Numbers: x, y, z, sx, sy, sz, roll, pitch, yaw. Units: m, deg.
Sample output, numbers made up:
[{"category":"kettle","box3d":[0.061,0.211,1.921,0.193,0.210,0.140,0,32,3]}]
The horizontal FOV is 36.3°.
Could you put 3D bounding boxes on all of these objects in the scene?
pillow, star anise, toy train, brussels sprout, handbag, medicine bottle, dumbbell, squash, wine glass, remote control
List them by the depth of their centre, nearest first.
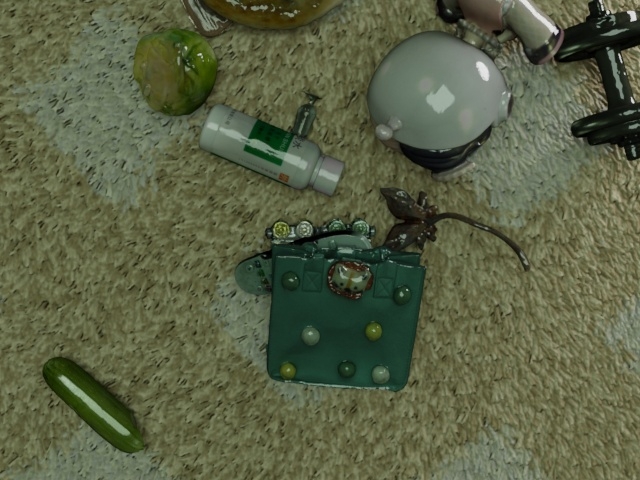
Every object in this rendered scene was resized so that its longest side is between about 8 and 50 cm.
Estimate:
[{"category":"handbag","box3d":[0.036,0.142,1.706,0.268,0.100,0.274,6,119,-1]},{"category":"star anise","box3d":[0.222,-0.011,1.708,0.218,0.227,0.148,45,66,-23]},{"category":"dumbbell","box3d":[0.520,-0.282,1.712,0.192,0.192,0.290,-14,89,0]},{"category":"remote control","box3d":[-0.032,0.037,1.736,0.256,0.045,0.097,-14,119,10]},{"category":"brussels sprout","box3d":[-0.251,-0.305,1.748,0.151,0.122,0.149,-31,82,35]},{"category":"medicine bottle","box3d":[-0.086,-0.158,1.759,0.260,0.095,0.095,24,90,-1]},{"category":"squash","box3d":[-0.409,0.300,1.774,0.239,0.069,0.069,43,90,0]},{"category":"toy train","box3d":[0.000,0.000,1.777,0.202,0.060,0.081,-1,97,2]},{"category":"pillow","box3d":[-0.154,-0.468,1.788,0.211,0.034,0.135,-25,95,1]},{"category":"wine glass","box3d":[-0.029,-0.230,1.788,0.042,0.039,0.083,20,94,-2]}]

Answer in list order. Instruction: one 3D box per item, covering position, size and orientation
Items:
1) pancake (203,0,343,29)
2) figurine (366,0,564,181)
[{"category":"pancake","box3d":[-0.082,-0.563,1.725,0.386,0.082,0.387,-1,98,-8]},{"category":"figurine","box3d":[0.223,-0.303,1.703,0.253,0.211,0.361,35,94,44]}]
